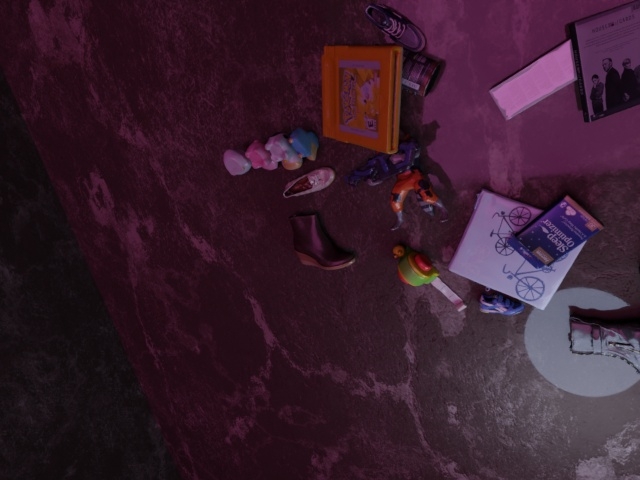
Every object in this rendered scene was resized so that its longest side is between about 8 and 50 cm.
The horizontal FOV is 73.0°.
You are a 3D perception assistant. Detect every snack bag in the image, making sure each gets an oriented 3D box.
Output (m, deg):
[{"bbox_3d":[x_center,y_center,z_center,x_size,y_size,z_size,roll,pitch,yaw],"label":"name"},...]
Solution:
[{"bbox_3d":[0.610,0.033,1.370,0.343,0.037,0.323,22,121,15],"label":"snack bag"}]

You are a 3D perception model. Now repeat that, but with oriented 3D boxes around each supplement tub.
[{"bbox_3d":[0.236,-0.499,1.252,0.198,0.106,0.106,29,123,12],"label":"supplement tub"}]

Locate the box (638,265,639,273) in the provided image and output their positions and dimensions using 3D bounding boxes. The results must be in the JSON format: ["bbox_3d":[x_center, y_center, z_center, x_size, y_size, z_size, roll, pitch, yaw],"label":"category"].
[{"bbox_3d":[1.105,0.183,1.121,0.395,0.097,0.318,-16,89,31],"label":"box"}]

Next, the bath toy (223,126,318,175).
[{"bbox_3d":[-0.182,-0.310,1.540,0.348,0.129,0.151,-6,130,29],"label":"bath toy"}]

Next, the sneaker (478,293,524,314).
[{"bbox_3d":[0.605,0.212,1.449,0.144,0.053,0.059,0,112,25],"label":"sneaker"}]

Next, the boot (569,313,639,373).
[{"bbox_3d":[0.912,0.344,1.354,0.229,0.091,0.262,-9,106,35],"label":"boot"}]

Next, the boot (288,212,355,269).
[{"bbox_3d":[0.000,0.000,1.619,0.249,0.090,0.206,1,116,30],"label":"boot"}]

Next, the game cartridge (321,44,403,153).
[{"bbox_3d":[0.110,-0.428,1.290,0.324,0.053,0.285,28,129,47],"label":"game cartridge"}]

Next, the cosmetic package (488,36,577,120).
[{"bbox_3d":[0.582,-0.428,1.142,0.239,0.060,0.098,-29,98,33],"label":"cosmetic package"}]

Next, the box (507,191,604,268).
[{"bbox_3d":[0.681,-0.016,1.271,0.136,0.036,0.225,42,125,2],"label":"box"}]

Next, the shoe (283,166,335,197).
[{"bbox_3d":[-0.043,-0.203,1.561,0.219,0.058,0.076,-18,105,32],"label":"shoe"}]

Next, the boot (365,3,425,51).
[{"bbox_3d":[0.209,-0.600,1.226,0.190,0.086,0.069,38,124,5],"label":"boot"}]

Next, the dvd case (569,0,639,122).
[{"bbox_3d":[0.710,-0.431,1.046,0.179,0.029,0.238,-19,106,0],"label":"dvd case"}]

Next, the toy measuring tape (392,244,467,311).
[{"bbox_3d":[0.370,0.143,1.494,0.330,0.121,0.121,45,125,0],"label":"toy measuring tape"}]

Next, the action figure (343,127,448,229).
[{"bbox_3d":[0.244,-0.206,1.394,0.341,0.179,0.330,-4,106,55],"label":"action figure"}]
